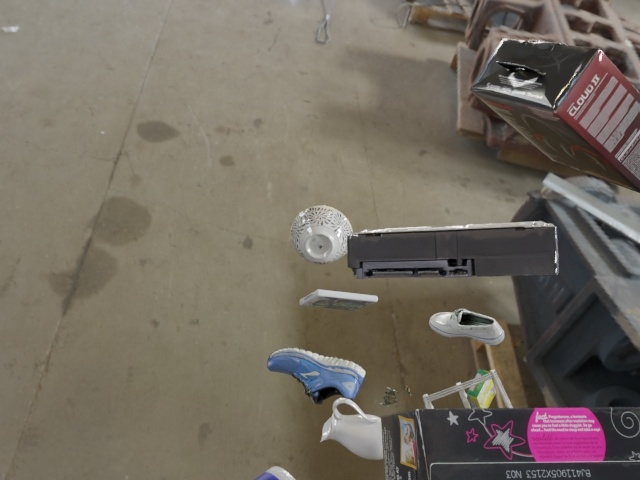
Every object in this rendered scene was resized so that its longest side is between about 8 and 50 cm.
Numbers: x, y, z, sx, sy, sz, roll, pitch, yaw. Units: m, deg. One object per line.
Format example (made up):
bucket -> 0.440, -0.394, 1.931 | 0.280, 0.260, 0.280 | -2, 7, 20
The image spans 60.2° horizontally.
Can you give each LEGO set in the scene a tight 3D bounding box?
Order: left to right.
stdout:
LEGO set -> 0.188, 0.394, 1.395 | 0.083, 0.023, 0.054 | -8, 86, 4

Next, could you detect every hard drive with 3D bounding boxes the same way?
hard drive -> 0.189, 0.012, 0.776 | 0.237, 0.064, 0.339 | -3, 0, 18

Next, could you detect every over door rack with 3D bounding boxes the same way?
over door rack -> 0.419, 0.502, 1.519 | 0.240, 0.108, 0.324 | -24, 13, 9

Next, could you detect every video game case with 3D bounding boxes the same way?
video game case -> 0.052, 0.185, 1.685 | 0.191, 0.173, 0.022 | 8, 72, -18

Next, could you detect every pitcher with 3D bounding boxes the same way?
pitcher -> 0.120, 0.559, 1.648 | 0.207, 0.177, 0.125 | 17, 31, 2

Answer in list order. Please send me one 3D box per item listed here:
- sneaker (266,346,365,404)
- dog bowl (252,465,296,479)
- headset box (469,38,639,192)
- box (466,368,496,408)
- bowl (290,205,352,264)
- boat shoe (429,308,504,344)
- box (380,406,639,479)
sneaker -> -0.031, 0.435, 1.756 | 0.330, 0.129, 0.147 | 6, 65, 26
dog bowl -> -0.092, 0.702, 1.353 | 0.104, 0.264, 0.265 | -23, 56, -31
headset box -> 0.408, -0.217, 0.915 | 0.293, 0.110, 0.218 | 28, 10, -30
box -> 0.549, 0.523, 1.873 | 0.043, 0.179, 0.105 | 16, 59, 39
bowl -> 0.000, 0.000, 1.457 | 0.170, 0.170, 0.080 | 14, 22, -1
boat shoe -> 0.396, 0.221, 1.524 | 0.226, 0.075, 0.083 | 4, 40, 43
box -> 0.202, 0.264, 0.585 | 0.248, 0.142, 0.163 | 2, 69, -8
